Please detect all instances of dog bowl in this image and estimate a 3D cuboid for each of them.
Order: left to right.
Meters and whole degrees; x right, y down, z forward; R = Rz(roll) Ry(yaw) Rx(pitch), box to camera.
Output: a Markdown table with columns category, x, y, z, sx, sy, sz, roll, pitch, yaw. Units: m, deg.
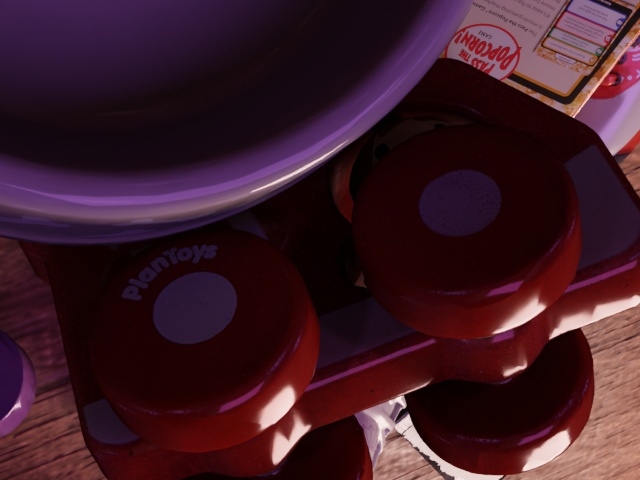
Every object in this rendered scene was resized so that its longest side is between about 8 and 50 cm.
| category | x | y | z | sx | sy | sz | roll | pitch | yaw |
| --- | --- | --- | --- | --- | --- | --- | --- | --- | --- |
| dog bowl | -0.082 | -0.164 | 0.495 | 0.349 | 0.102 | 0.348 | -2 | 97 | -14 |

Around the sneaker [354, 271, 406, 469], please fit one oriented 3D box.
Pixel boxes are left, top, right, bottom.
| category | x | y | z | sx | sy | sz | roll | pitch | yaw |
| --- | --- | --- | --- | --- | --- | --- | --- | --- | --- |
| sneaker | 0.027 | 0.097 | 0.863 | 0.305 | 0.152 | 0.114 | -33 | 132 | -2 |

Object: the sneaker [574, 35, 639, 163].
| category | x | y | z | sx | sy | sz | roll | pitch | yaw |
| --- | --- | --- | --- | --- | --- | --- | --- | --- | --- |
| sneaker | 0.194 | -0.164 | 0.813 | 0.270 | 0.090 | 0.145 | -51 | 147 | 3 |

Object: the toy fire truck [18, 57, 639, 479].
| category | x | y | z | sx | sy | sz | roll | pitch | yaw |
| --- | --- | --- | --- | --- | --- | --- | --- | --- | --- |
| toy fire truck | 0.000 | 0.000 | 0.669 | 0.302 | 0.253 | 0.169 | -22 | 141 | -1 |

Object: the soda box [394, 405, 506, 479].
| category | x | y | z | sx | sy | sz | roll | pitch | yaw |
| --- | --- | --- | --- | --- | --- | --- | --- | --- | --- |
| soda box | 0.094 | 0.144 | 1.030 | 0.053 | 0.060 | 0.169 | -39 | 138 | 0 |

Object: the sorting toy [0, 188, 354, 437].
| category | x | y | z | sx | sy | sz | roll | pitch | yaw |
| --- | --- | --- | --- | --- | --- | --- | --- | --- | --- |
| sorting toy | -0.067 | 0.020 | 0.808 | 0.366 | 0.127 | 0.126 | -30 | 166 | -8 |

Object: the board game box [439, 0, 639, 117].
| category | x | y | z | sx | sy | sz | roll | pitch | yaw |
| --- | --- | --- | --- | --- | --- | --- | --- | --- | --- |
| board game box | 0.124 | -0.165 | 0.724 | 0.147 | 0.045 | 0.193 | 23 | 130 | -15 |
